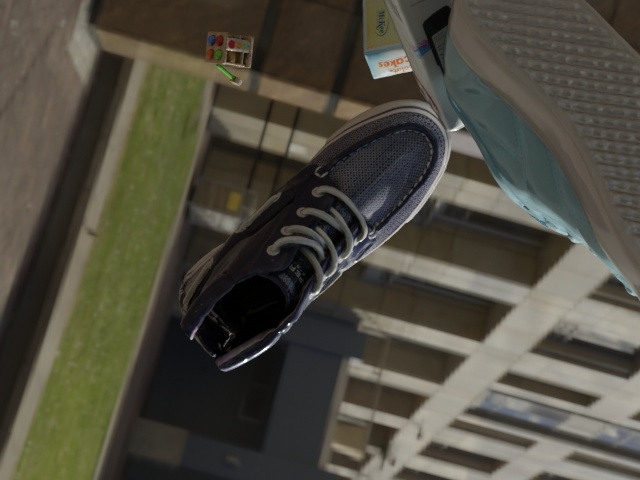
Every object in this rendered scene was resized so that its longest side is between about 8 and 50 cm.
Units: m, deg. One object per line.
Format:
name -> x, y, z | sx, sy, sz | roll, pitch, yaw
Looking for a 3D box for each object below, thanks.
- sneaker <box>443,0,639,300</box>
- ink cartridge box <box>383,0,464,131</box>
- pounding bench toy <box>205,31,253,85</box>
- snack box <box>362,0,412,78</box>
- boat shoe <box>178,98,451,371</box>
sneaker -> 0.221, -0.049, 0.877 | 0.366, 0.135, 0.150 | 60, -16, 24
ink cartridge box -> 0.104, -0.206, 1.018 | 0.127, 0.072, 0.175 | -109, 173, -60
pounding bench toy -> -0.156, -0.302, 1.873 | 0.052, 0.065, 0.083 | 13, -80, 48
snack box -> 0.157, -0.389, 1.655 | 0.060, 0.187, 0.322 | 61, 24, -50
boat shoe -> 0.000, 0.000, 1.117 | 0.340, 0.127, 0.158 | -42, -166, 9
